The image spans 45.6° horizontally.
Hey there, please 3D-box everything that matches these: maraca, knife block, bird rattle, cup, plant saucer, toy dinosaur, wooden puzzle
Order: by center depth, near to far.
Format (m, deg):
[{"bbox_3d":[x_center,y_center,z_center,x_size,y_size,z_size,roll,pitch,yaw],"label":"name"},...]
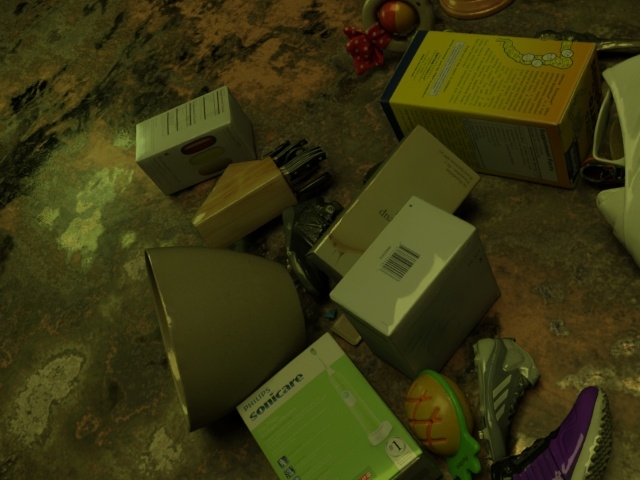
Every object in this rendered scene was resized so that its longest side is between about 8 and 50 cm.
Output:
[{"bbox_3d":[0.197,0.291,1.199,0.099,0.127,0.185,-12,54,-21],"label":"maraca"},{"bbox_3d":[-0.163,0.148,1.375,0.237,0.331,0.331,-14,48,-16],"label":"cup"},{"bbox_3d":[0.064,0.156,1.421,0.078,0.014,0.116,-42,50,-11],"label":"wooden puzzle"},{"bbox_3d":[0.532,-0.376,1.529,0.268,0.064,0.118,15,59,30],"label":"toy dinosaur"},{"bbox_3d":[-0.108,-0.100,1.600,0.242,0.088,0.275,-3,42,33],"label":"knife block"},{"bbox_3d":[0.169,-0.479,1.698,0.254,0.206,0.143,15,47,23],"label":"bird rattle"},{"bbox_3d":[0.371,-0.599,1.776,0.200,0.037,0.199,-13,53,18],"label":"plant saucer"}]

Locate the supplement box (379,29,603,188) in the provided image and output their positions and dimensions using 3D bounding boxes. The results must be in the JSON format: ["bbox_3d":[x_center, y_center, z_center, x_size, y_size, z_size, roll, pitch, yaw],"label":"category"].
[{"bbox_3d":[0.330,-0.257,1.456,0.357,0.194,0.195,15,66,33],"label":"supplement box"}]

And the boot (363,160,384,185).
[{"bbox_3d":[0.097,-0.079,1.537,0.198,0.076,0.137,-28,44,-11],"label":"boot"}]

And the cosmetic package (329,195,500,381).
[{"bbox_3d":[0.167,0.091,1.276,0.138,0.224,0.224,32,76,36],"label":"cosmetic package"}]

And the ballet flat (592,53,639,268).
[{"bbox_3d":[0.519,-0.111,1.255,0.139,0.139,0.399,-1,83,26],"label":"ballet flat"}]

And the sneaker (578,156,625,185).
[{"bbox_3d":[0.529,-0.117,1.334,0.158,0.061,0.065,-1,13,37],"label":"sneaker"}]

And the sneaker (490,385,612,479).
[{"bbox_3d":[0.324,0.334,1.110,0.146,0.102,0.293,12,64,33],"label":"sneaker"}]

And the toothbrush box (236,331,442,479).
[{"bbox_3d":[0.026,0.327,1.250,0.206,0.122,0.283,-40,51,-3],"label":"toothbrush box"}]

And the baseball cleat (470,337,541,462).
[{"bbox_3d":[0.298,0.247,1.205,0.110,0.072,0.205,-7,61,9],"label":"baseball cleat"}]

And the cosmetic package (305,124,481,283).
[{"bbox_3d":[0.133,-0.042,1.408,0.160,0.113,0.309,39,79,-3],"label":"cosmetic package"}]

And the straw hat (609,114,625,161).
[{"bbox_3d":[0.590,-0.176,1.350,0.145,0.144,0.061,27,32,37],"label":"straw hat"}]

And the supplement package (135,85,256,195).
[{"bbox_3d":[-0.292,-0.232,1.782,0.244,0.139,0.133,-21,50,13],"label":"supplement package"}]

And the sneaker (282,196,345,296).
[{"bbox_3d":[0.000,0.000,1.512,0.130,0.087,0.227,-25,45,17],"label":"sneaker"}]
